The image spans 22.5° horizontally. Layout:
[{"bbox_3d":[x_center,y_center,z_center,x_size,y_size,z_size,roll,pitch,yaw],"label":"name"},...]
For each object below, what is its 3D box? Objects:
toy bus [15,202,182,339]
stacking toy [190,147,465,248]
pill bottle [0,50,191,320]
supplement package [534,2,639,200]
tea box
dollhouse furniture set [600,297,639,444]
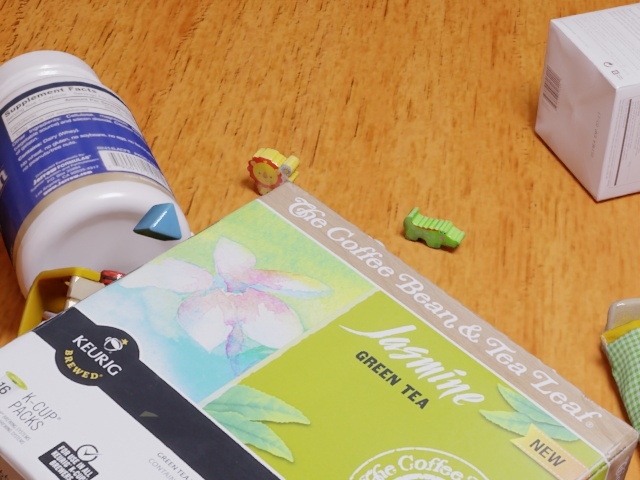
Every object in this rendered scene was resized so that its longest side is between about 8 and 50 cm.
[{"bbox_3d":[-0.146,0.089,1.299,0.191,0.202,0.104,-33,15,-32],"label":"toy bus"},{"bbox_3d":[0.000,0.000,1.464,0.221,0.052,0.167,18,41,19],"label":"stacking toy"},{"bbox_3d":[-0.222,-0.053,1.444,0.153,0.153,0.265,-12,40,-17],"label":"pill bottle"},{"bbox_3d":[0.357,-0.151,1.596,0.244,0.139,0.134,-12,41,-19],"label":"supplement package"},{"bbox_3d":[-0.028,0.182,1.076,0.329,0.220,0.323,36,49,28],"label":"tea box"},{"bbox_3d":[0.393,0.077,1.297,0.301,0.151,0.197,-4,39,-7],"label":"dollhouse furniture set"}]
